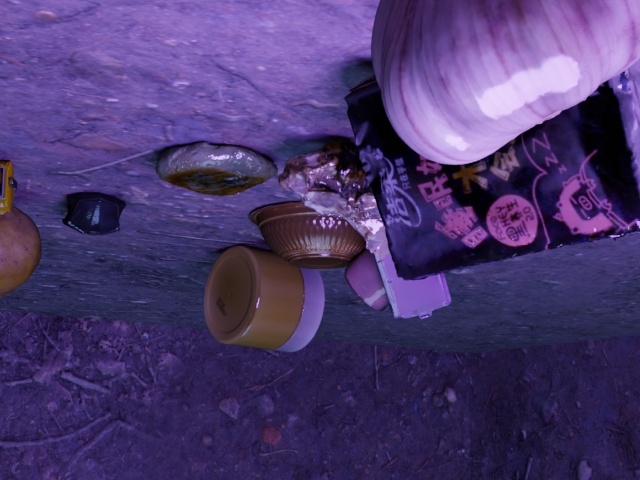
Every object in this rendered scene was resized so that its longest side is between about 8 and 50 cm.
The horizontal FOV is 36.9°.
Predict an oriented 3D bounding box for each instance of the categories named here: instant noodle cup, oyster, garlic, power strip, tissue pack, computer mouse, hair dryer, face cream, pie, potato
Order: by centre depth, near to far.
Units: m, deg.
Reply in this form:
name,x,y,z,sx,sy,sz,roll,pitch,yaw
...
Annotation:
name,x,y,z,sx,sy,sz,roll,pitch,yaw
garlic,0.124,-0.202,0.735,0.245,0.245,0.253,-11,126,44
tissue pack,0.190,-0.100,0.995,0.123,0.245,0.332,-17,-179,-43
oyster,0.058,-0.076,1.377,0.232,0.162,0.107,18,139,-32
pie,-0.157,-0.105,1.456,0.186,0.041,0.187,1,167,0
potato,-0.616,0.010,1.646,0.266,0.229,0.229,12,164,-26
power strip,0.148,0.027,1.651,0.109,0.037,0.279,-18,128,3
computer mouse,-0.412,-0.039,1.737,0.105,0.062,0.192,6,166,-19
instant noodle cup,0.000,0.000,1.810,0.273,0.091,0.274,0,168,0
hair dryer,0.185,0.018,1.857,0.189,0.107,0.344,-43,171,20
face cream,-0.127,0.130,2.112,0.179,0.218,0.218,12,163,-38

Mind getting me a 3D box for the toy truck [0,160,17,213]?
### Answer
name,x,y,z,sx,sy,sz,roll,pitch,yaw
toy truck,-0.581,-0.087,1.452,0.226,0.098,0.114,3,174,-13
